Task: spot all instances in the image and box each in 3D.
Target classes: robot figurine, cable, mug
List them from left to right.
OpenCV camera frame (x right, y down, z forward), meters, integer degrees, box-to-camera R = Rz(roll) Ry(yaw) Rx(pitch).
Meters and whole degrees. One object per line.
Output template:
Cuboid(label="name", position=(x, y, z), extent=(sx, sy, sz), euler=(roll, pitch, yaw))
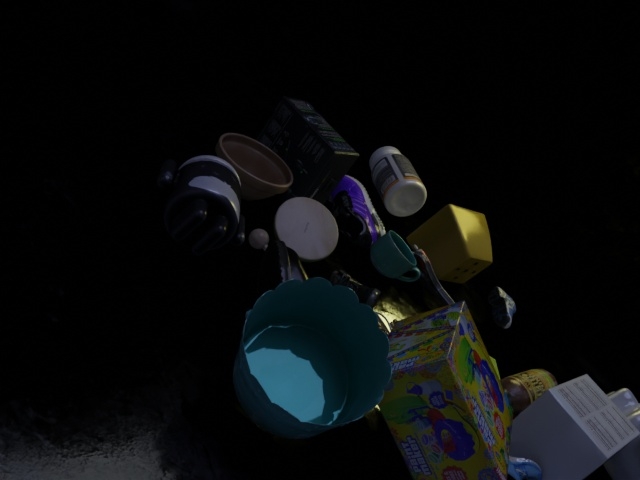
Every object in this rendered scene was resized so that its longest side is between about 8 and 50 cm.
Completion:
Cuboid(label="robot figurine", position=(-0.274, -0.085, 1.514), extent=(0.174, 0.209, 0.278), euler=(-5, 34, -1))
Cuboid(label="mug", position=(0.217, 0.060, 1.940), extent=(0.129, 0.097, 0.157), euler=(16, 40, -61))
Cuboid(label="cable", position=(0.362, 0.129, 1.990), extent=(0.072, 0.139, 0.287), euler=(-30, 59, -22))
Cuboid(label="robot figurine", position=(0.863, 0.581, 1.736), extent=(0.353, 0.200, 0.300), euler=(62, -5, 20))

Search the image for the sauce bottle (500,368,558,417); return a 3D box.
Cuboid(label="sauce bottle", position=(0.527, 0.417, 1.730), extent=(0.345, 0.111, 0.111), euler=(0, 44, -50))

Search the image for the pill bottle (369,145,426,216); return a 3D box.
Cuboid(label="pill bottle", position=(0.283, -0.229, 2.434), extent=(0.162, 0.162, 0.278), euler=(21, 30, -29))

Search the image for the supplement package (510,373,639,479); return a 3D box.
Cuboid(label="supplement package", position=(0.623, 0.489, 1.625), extent=(0.263, 0.199, 0.198), euler=(1, 44, -49))

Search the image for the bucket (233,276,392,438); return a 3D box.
Cuboid(label="bucket", position=(-0.026, 0.223, 1.185), extent=(0.281, 0.183, 0.281), euler=(9, 60, -16))

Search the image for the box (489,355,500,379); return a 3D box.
Cuboid(label="box", position=(0.416, 0.334, 1.806), extent=(0.178, 0.042, 0.109), euler=(31, 26, -11))

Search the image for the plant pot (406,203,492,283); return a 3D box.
Cuboid(label="plant pot", position=(0.459, 0.027, 2.202), extent=(0.212, 0.212, 0.187), euler=(12, 48, -41))

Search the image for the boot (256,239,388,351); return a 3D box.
Cuboid(label="boot", position=(0.003, 0.161, 1.478), extent=(0.260, 0.131, 0.347), euler=(10, 47, -31))

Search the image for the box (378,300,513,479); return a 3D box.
Cuboid(label="box", position=(0.261, 0.328, 1.354), extent=(0.289, 0.177, 0.279), euler=(64, 25, -10))

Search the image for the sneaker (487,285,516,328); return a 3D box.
Cuboid(label="sneaker", position=(0.630, 0.231, 2.195), extent=(0.081, 0.080, 0.211), euler=(30, 28, -7))

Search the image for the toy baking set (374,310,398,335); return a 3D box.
Cuboid(label="toy baking set", position=(0.198, 0.267, 1.596), extent=(0.256, 0.030, 0.196), euler=(32, 24, -55))

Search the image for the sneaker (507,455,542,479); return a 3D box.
Cuboid(label="sneaker", position=(0.449, 0.545, 1.502), extent=(0.162, 0.063, 0.073), euler=(20, 48, -22))

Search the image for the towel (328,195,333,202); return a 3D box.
Cuboid(label="towel", position=(0.082, -0.138, 2.197), extent=(0.197, 0.029, 0.144), euler=(34, 29, -4))

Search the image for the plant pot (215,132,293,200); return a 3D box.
Cuboid(label="plant pot", position=(-0.205, -0.192, 1.836), extent=(0.237, 0.109, 0.237), euler=(29, 27, -17))

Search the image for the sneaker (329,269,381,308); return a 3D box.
Cuboid(label="sneaker", position=(0.078, 0.136, 1.616), extent=(0.130, 0.087, 0.227), euler=(28, -1, -1))

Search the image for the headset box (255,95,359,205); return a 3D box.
Cuboid(label="headset box", position=(-0.056, -0.247, 1.953), extent=(0.131, 0.246, 0.283), euler=(-4, 46, -53))

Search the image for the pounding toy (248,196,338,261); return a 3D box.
Cuboid(label="pounding toy", position=(-0.073, 0.001, 1.723), extent=(0.183, 0.110, 0.237), euler=(50, 56, 2))

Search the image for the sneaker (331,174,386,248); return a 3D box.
Cuboid(label="sneaker", position=(0.086, -0.098, 2.028), extent=(0.146, 0.102, 0.293), euler=(-1, 51, -44))
